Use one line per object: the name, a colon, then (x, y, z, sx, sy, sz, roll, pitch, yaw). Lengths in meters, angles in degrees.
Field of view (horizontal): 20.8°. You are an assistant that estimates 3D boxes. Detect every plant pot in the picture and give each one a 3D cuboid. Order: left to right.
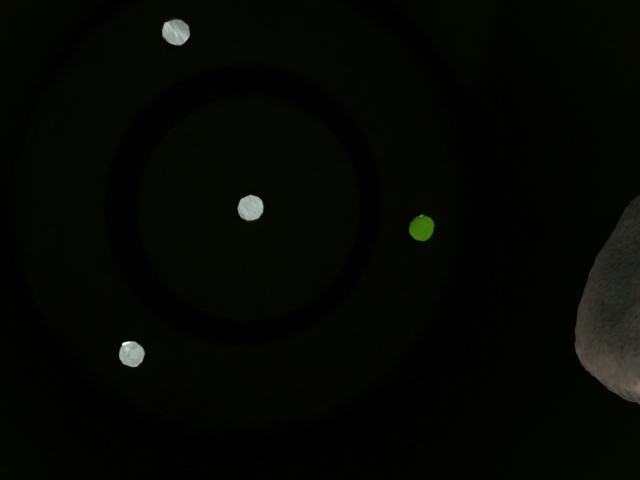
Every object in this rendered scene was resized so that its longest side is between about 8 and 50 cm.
plant pot: (0.000, 0.000, 0.677, 0.366, 0.366, 0.353, 61, 171, -12)

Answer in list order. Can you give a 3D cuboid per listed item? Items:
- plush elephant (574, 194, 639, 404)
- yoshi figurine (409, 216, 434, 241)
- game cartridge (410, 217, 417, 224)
plush elephant: (0.214, 0.019, 0.415, 0.330, 0.272, 0.255, 36, -143, -29)
yoshi figurine: (0.133, 0.043, 0.870, 0.203, 0.203, 0.362, 60, 168, -5)
game cartridge: (0.065, -0.005, 1.119, 0.198, 0.062, 0.297, -6, -115, -54)
